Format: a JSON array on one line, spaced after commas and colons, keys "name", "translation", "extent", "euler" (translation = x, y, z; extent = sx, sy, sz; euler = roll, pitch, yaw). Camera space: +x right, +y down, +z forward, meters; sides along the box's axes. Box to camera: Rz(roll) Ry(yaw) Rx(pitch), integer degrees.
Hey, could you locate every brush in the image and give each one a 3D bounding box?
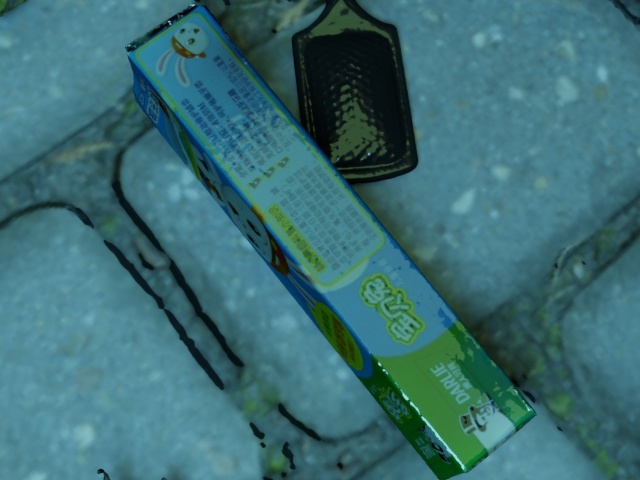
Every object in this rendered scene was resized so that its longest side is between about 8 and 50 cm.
[{"name": "brush", "translation": [0.012, -0.125, 0.621], "extent": [0.062, 0.016, 0.194], "euler": [-5, 74, -10]}]

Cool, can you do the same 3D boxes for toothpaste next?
[{"name": "toothpaste", "translation": [0.000, 0.000, 0.556], "extent": [0.050, 0.065, 0.267], "euler": [-36, 81, -16]}]

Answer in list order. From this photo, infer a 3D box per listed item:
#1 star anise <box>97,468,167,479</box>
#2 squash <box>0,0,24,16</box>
[{"name": "star anise", "translation": [-0.070, 0.157, 0.504], "extent": [0.129, 0.056, 0.124], "euler": [-31, 78, -14]}, {"name": "squash", "translation": [-0.267, -0.159, 0.567], "extent": [0.250, 0.083, 0.083], "euler": [7, 72, -7]}]
